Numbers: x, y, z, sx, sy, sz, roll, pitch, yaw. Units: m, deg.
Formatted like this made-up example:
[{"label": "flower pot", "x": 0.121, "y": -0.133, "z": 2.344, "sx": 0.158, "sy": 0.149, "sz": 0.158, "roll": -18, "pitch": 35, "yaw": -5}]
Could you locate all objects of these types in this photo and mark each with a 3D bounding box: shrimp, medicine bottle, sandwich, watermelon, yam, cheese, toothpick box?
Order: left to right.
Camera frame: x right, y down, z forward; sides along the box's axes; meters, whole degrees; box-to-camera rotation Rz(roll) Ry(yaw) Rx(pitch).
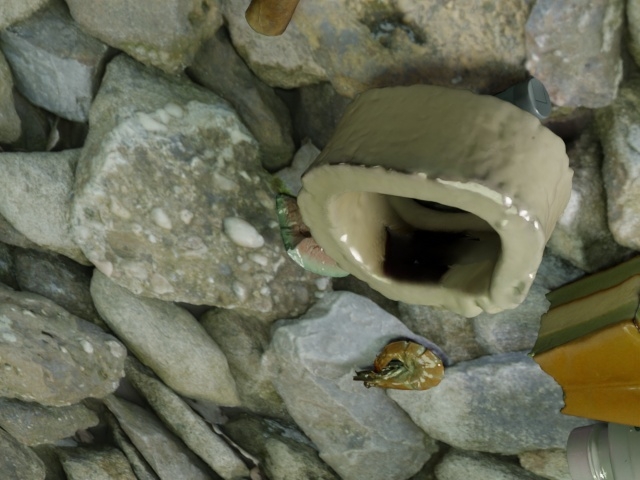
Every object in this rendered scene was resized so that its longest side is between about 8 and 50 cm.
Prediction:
[{"label": "yam", "x": -0.008, "y": -0.352, "z": 1.040, "sx": 0.066, "sy": 0.066, "sz": 0.300, "roll": 40, "pitch": 137, "yaw": -7}, {"label": "watermelon", "x": -0.005, "y": 0.007, "z": 1.344, "sx": 0.080, "sy": 0.101, "sz": 0.155, "roll": -17, "pitch": 127, "yaw": 26}, {"label": "shrimp", "x": 0.125, "y": 0.215, "z": 1.470, "sx": 0.180, "sy": 0.041, "sz": 0.099, "roll": -15, "pitch": 117, "yaw": 39}, {"label": "cheese", "x": 0.150, "y": -0.045, "z": 1.109, "sx": 0.332, "sy": 0.153, "sz": 0.292, "roll": 9, "pitch": 144, "yaw": 36}, {"label": "toothpick box", "x": 0.233, "y": -0.160, "z": 1.074, "sx": 0.083, "sy": 0.052, "sz": 0.052, "roll": -20, "pitch": 116, "yaw": 41}, {"label": "sandwich", "x": 0.418, "y": 0.164, "z": 1.179, "sx": 0.227, "sy": 0.155, "sz": 0.198, "roll": 45, "pitch": 137, "yaw": -12}, {"label": "medicine bottle", "x": 0.505, "y": 0.297, "z": 1.237, "sx": 0.111, "sy": 0.161, "sz": 0.296, "roll": 24, "pitch": 149, "yaw": -39}]
